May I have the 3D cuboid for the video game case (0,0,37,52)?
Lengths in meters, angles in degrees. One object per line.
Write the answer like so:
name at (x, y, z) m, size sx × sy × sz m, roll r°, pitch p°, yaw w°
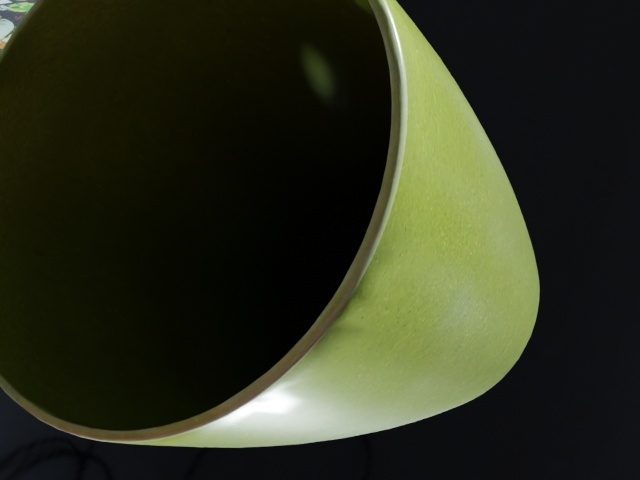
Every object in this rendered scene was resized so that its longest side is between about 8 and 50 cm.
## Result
video game case at (-0.308, -0.142, 1.274) m, size 0.232 × 0.210 × 0.041 m, roll -18°, pitch 125°, yaw -15°

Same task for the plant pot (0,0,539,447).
plant pot at (0.000, 0.000, 0.897) m, size 0.293 × 0.275 × 0.274 m, roll 26°, pitch 98°, yaw -53°
